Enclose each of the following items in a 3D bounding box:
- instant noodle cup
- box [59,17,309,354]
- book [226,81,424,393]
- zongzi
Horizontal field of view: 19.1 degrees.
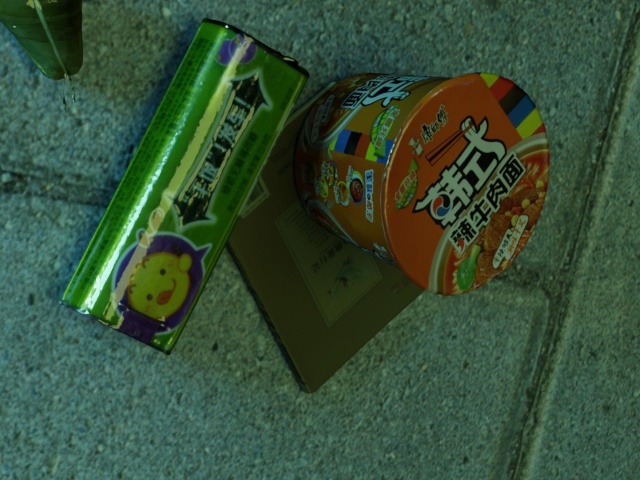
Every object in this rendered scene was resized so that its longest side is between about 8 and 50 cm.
[{"bbox_3d":[0.106,-0.080,2.143,0.250,0.192,0.250,-12,109,-36],"label":"instant noodle cup"},{"bbox_3d":[-0.144,-0.060,2.034,0.134,0.097,0.345,28,86,-35],"label":"box"},{"bbox_3d":[0.000,0.000,2.219,0.217,0.021,0.310,-41,125,-23],"label":"book"},{"bbox_3d":[-0.304,-0.200,1.911,0.130,0.062,0.154,-7,125,-16],"label":"zongzi"}]
